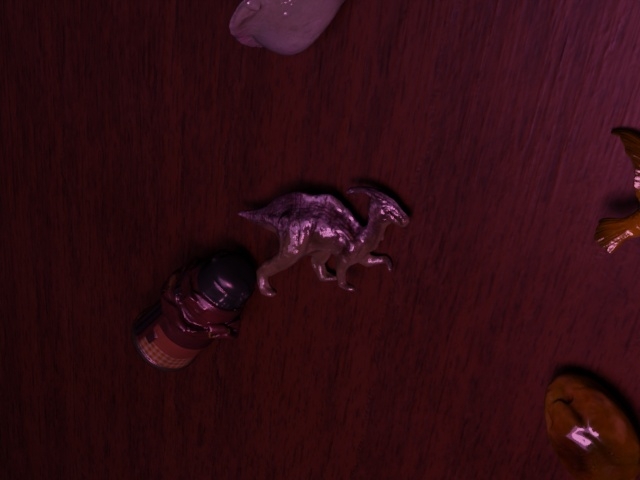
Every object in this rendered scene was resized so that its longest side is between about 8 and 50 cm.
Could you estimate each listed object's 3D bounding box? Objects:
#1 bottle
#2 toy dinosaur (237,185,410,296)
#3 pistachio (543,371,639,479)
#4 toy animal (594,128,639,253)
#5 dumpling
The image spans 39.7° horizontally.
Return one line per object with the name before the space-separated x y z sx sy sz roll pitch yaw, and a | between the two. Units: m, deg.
bottle | -0.209 0.121 1.518 0.156 0.143 0.271 50 128 1
toy dinosaur | 0.004 -0.003 1.362 0.294 0.077 0.162 -6 107 20
pistachio | 0.385 0.273 1.235 0.110 0.100 0.189 -22 99 42
toy animal | 0.418 -0.034 1.075 0.095 0.155 0.219 109 155 -60
dumpling | -0.055 -0.323 1.194 0.217 0.149 0.104 -38 51 47
